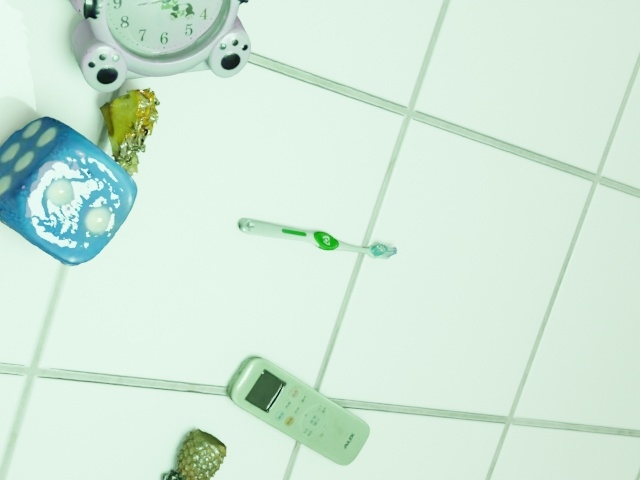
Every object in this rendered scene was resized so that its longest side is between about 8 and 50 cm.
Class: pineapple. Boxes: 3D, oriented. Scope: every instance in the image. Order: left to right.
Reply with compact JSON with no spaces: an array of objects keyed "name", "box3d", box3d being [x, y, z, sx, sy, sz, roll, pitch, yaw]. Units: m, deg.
[{"name":"pineapple","box3d":[-0.249,-0.139,1.330,0.077,0.114,0.114,7,74,-12]},{"name":"pineapple","box3d":[-0.206,0.370,1.583,0.074,0.074,0.159,32,90,-39]}]

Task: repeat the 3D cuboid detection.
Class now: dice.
[{"name":"dice","box3d":[-0.327,-0.059,1.287,0.143,0.146,0.146,-53,128,-10]}]

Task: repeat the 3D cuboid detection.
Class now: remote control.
[{"name":"remote control","box3d":[-0.032,0.280,1.692,0.309,0.038,0.090,39,82,-38]}]

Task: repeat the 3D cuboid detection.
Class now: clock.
[{"name":"clock","box3d":[-0.195,-0.311,1.272,0.227,0.090,0.248,-11,135,-20]}]

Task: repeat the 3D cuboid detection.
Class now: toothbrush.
[{"name":"toothbrush","box3d":[-0.001,0.001,1.621,0.303,0.030,0.030,10,101,-36]}]
